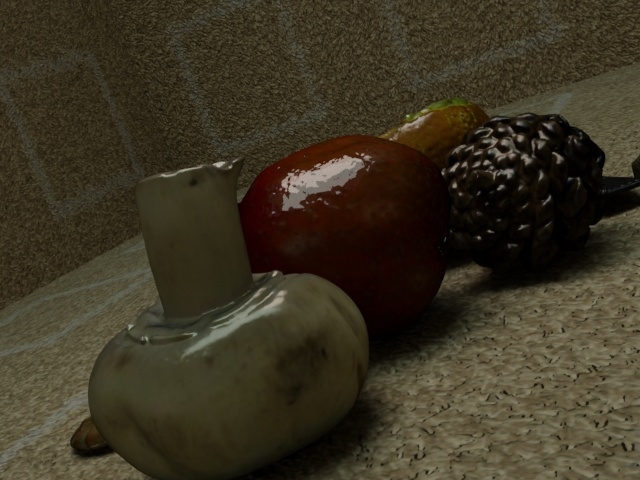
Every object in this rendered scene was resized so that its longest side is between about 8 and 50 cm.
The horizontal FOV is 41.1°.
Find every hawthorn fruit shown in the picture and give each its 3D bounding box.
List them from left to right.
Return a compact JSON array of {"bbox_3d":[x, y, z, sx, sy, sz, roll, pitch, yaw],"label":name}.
[{"bbox_3d":[0.000,0.000,1.172,0.369,0.285,0.285,-10,10,-2],"label":"hawthorn fruit"}]

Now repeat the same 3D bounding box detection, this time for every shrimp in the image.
[{"bbox_3d":[-0.248,0.220,1.266,0.169,0.058,0.296,-14,16,43],"label":"shrimp"}]

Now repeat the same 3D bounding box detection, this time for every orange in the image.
[{"bbox_3d":[0.208,-0.089,1.456,0.262,0.196,0.334,-34,-16,1],"label":"orange"}]

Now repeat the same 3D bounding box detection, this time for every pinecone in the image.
[{"bbox_3d":[0.301,-0.077,1.228,0.257,0.243,0.243,-22,10,-31],"label":"pinecone"}]

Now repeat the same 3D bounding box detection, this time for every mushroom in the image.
[{"bbox_3d":[-0.114,0.082,0.942,0.314,0.336,0.314,-12,10,2],"label":"mushroom"}]

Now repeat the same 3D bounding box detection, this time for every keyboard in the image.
[{"bbox_3d":[0.472,-0.080,1.409,0.103,0.041,0.381,-21,11,4],"label":"keyboard"}]

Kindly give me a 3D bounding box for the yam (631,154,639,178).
[{"bbox_3d":[0.581,-0.140,1.426,0.069,0.070,0.146,-27,14,-31],"label":"yam"}]

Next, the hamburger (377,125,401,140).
[{"bbox_3d":[0.236,-0.191,2.063,0.289,0.170,0.314,-24,12,-2],"label":"hamburger"}]
